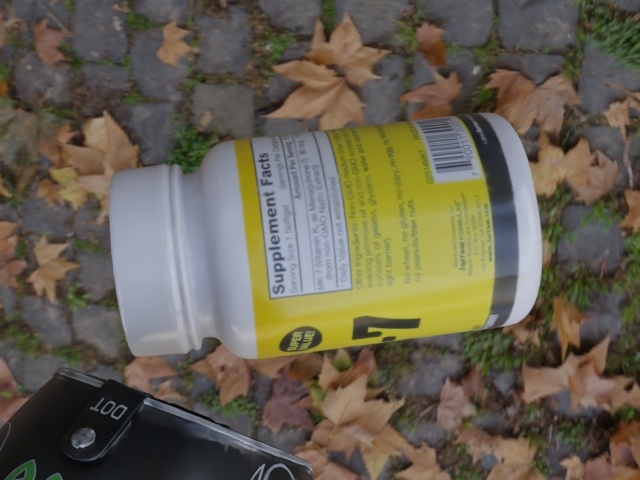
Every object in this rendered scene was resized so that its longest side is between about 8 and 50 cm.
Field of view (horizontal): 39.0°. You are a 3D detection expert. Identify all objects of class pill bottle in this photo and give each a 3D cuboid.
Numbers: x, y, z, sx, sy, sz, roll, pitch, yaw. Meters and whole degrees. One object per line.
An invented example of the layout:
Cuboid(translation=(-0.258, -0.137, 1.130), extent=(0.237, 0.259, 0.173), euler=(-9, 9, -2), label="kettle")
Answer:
Cuboid(translation=(0.000, 0.000, 0.484), extent=(0.209, 0.119, 0.119), euler=(-7, 99, -5), label="pill bottle")

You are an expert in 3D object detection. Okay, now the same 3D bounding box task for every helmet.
Cuboid(translation=(-0.088, 0.151, 0.386), extent=(0.170, 0.169, 0.161), euler=(18, 74, 12), label="helmet")
